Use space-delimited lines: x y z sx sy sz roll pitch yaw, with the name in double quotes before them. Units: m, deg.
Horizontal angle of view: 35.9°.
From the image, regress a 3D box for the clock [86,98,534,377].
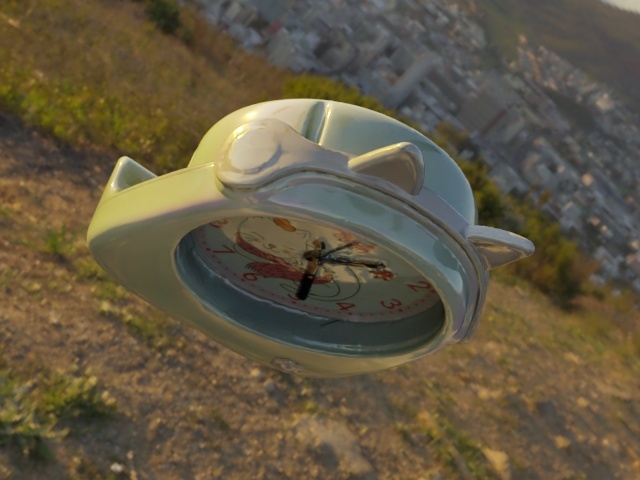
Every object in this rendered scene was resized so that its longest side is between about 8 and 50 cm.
"clock" 0.000 0.000 0.766 0.265 0.324 0.108 36 54 -31
